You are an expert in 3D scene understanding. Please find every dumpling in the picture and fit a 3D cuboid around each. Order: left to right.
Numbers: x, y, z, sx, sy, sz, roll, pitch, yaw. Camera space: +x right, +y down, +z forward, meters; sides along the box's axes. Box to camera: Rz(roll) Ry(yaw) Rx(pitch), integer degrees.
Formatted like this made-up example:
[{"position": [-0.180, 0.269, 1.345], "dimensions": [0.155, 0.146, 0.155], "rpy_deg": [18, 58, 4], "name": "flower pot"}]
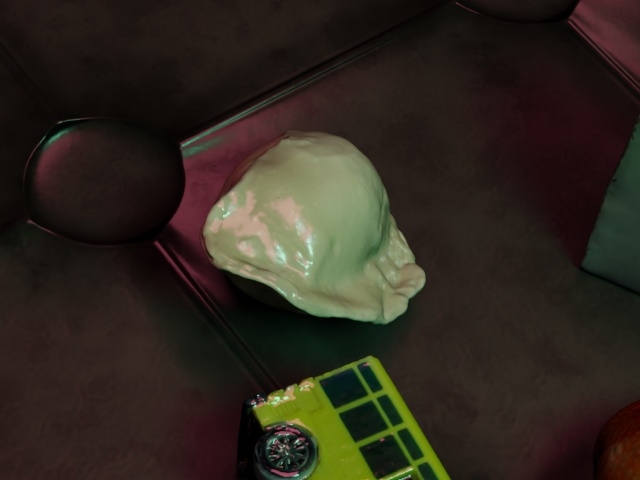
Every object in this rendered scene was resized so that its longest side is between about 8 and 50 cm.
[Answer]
[{"position": [0.000, 0.000, 1.482], "dimensions": [0.193, 0.147, 0.258], "rpy_deg": [47, 32, 14], "name": "dumpling"}]

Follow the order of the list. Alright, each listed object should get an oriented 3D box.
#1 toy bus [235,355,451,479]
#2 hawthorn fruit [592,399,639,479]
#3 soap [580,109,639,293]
[{"position": [0.046, 0.234, 1.333], "dimensions": [0.150, 0.128, 0.262], "rpy_deg": [-20, 59, -19], "name": "toy bus"}, {"position": [0.310, 0.191, 1.361], "dimensions": [0.188, 0.169, 0.169], "rpy_deg": [-17, 54, 16], "name": "hawthorn fruit"}, {"position": [0.392, -0.026, 1.460], "dimensions": [0.296, 0.285, 0.107], "rpy_deg": [23, 57, 8], "name": "soap"}]
